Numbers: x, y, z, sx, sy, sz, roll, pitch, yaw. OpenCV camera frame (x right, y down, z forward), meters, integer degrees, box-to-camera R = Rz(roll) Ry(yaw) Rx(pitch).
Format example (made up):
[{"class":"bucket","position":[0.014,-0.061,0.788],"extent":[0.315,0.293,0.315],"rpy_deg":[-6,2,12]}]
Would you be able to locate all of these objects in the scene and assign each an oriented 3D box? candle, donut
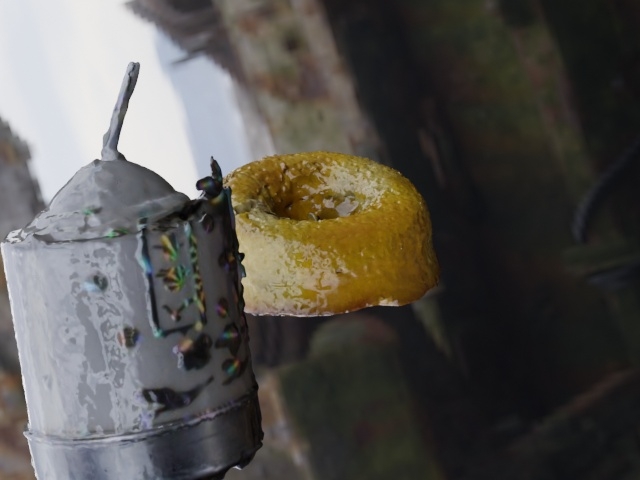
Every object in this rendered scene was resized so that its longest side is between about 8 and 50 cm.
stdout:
[{"class":"candle","position":[-0.148,0.033,1.430],"extent":[0.187,0.187,0.330],"rpy_deg":[-114,17,-81]},{"class":"donut","position":[0.000,-0.001,1.894],"extent":[0.253,0.254,0.118],"rpy_deg":[-108,17,-59]}]
